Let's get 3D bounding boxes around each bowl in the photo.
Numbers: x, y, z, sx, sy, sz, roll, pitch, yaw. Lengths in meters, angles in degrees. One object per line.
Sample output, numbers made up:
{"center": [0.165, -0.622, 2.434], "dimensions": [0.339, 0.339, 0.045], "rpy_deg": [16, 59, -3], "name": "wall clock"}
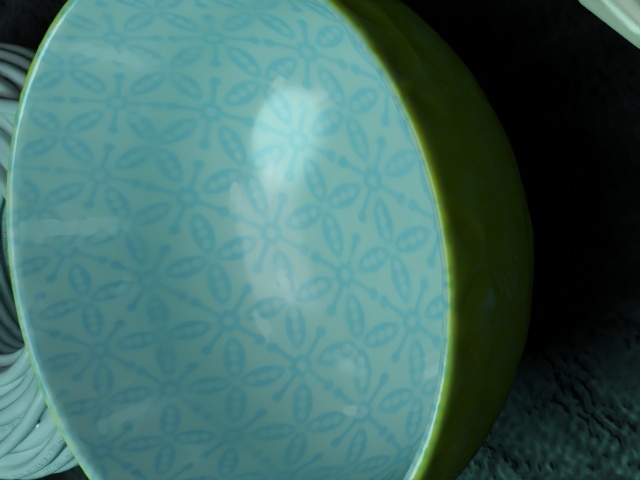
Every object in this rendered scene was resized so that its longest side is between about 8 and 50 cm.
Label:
{"center": [0.000, 0.000, 0.844], "dimensions": [0.289, 0.156, 0.290], "rpy_deg": [11, 106, 43], "name": "bowl"}

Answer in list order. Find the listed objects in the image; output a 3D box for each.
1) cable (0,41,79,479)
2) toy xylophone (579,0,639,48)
{"center": [-0.180, 0.010, 1.075], "dimensions": [0.257, 0.089, 0.257], "rpy_deg": [29, 118, 39], "name": "cable"}
{"center": [0.235, -0.073, 0.563], "dimensions": [0.323, 0.236, 0.081], "rpy_deg": [49, 155, 24], "name": "toy xylophone"}
